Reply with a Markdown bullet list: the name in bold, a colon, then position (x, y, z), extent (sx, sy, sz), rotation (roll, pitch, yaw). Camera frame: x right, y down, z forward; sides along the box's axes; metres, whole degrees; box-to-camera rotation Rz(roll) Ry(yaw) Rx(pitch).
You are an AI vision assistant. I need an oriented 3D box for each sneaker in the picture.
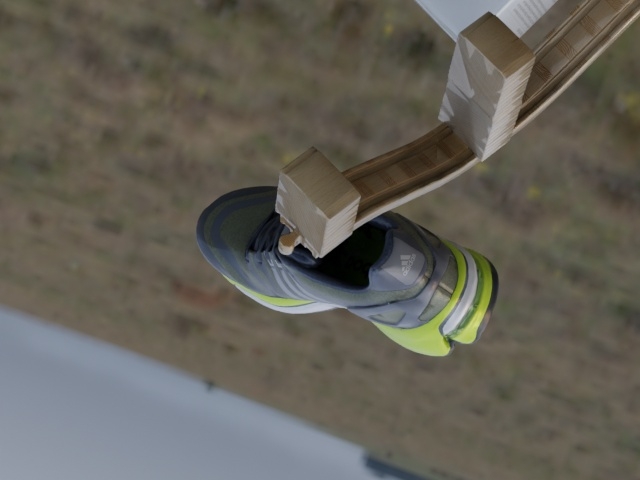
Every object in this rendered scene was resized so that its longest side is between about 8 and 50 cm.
- **sneaker**: position (0.000, 0.000, 1.487), extent (0.300, 0.111, 0.121), rotation (12, 163, 45)

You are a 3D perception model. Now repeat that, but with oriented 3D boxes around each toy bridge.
- **toy bridge**: position (0.057, -0.051, 0.653), extent (0.026, 0.188, 0.063), rotation (47, 160, 17)

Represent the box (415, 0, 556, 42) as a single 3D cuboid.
- **box**: position (0.096, -0.179, 1.204), extent (0.102, 0.087, 0.101), rotation (46, -172, 11)
